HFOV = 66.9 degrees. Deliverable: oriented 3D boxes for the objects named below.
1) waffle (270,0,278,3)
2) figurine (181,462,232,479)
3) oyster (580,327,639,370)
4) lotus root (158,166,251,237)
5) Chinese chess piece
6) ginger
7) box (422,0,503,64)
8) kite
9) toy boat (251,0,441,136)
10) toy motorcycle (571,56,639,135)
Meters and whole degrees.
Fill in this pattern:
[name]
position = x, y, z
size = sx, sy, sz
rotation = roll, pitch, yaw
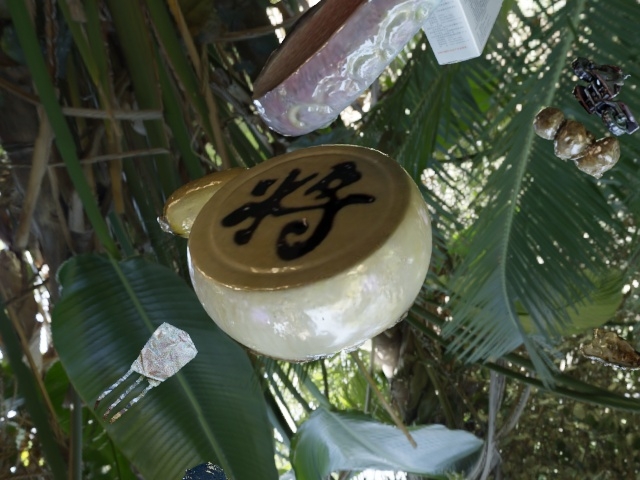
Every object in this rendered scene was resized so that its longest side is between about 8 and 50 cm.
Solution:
[waffle]
position = -0.106, -0.607, 0.936
size = 0.057, 0.219, 0.229
rotation = -10, -132, 13
[figurine]
position = -0.141, 0.387, 0.680
size = 0.149, 0.087, 0.086
rotation = 38, -111, 19
[oyster]
position = 0.765, 0.296, 1.259
size = 0.148, 0.051, 0.103
rotation = 30, -114, 32
[lotus root]
position = -0.211, -0.087, 1.062
size = 0.303, 0.131, 0.146
rotation = -14, -170, -1
[Chinese chess piece]
position = -0.012, 0.002, 0.517
size = 0.257, 0.104, 0.257
rotation = -12, -140, 10
[ginger]
position = 0.582, -0.231, 1.111
size = 0.204, 0.104, 0.080
rotation = 38, -128, 16
[box]
position = 0.277, -0.567, 1.037
size = 0.106, 0.299, 0.200
rotation = 3, -122, 42
[kite]
position = -0.363, 0.272, 0.995
size = 0.229, 0.127, 0.016
rotation = -44, -141, -22
[toy boat]
position = 0.031, -0.175, 0.439
size = 0.227, 0.085, 0.155
rotation = -34, -145, 34
[toy motorcycle]
position = 0.649, -0.326, 1.097
size = 0.122, 0.082, 0.213
rotation = -6, -113, -19
